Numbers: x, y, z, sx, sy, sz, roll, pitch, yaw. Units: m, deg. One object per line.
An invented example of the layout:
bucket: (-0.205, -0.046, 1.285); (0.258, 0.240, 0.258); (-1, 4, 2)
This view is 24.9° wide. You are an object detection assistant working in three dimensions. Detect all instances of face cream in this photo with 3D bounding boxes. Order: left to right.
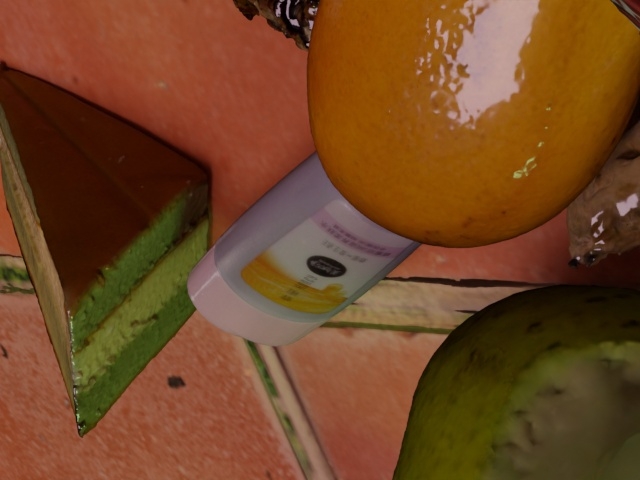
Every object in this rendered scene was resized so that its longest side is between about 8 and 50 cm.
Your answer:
face cream: (0.000, 0.000, 0.772); (0.084, 0.057, 0.198); (22, 147, -17)

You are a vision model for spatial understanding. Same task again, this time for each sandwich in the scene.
sandwich: (-0.170, -0.001, 0.870); (0.187, 0.144, 0.117); (26, 136, 23)

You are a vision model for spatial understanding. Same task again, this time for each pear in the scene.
pear: (0.168, 0.136, 0.647); (0.282, 0.176, 0.286); (43, 180, 28)

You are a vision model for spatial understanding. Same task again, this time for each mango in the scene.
mango: (0.073, -0.091, 0.597); (0.145, 0.112, 0.219); (47, 132, 17)

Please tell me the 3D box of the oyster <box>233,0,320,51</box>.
oyster: (-0.005, -0.119, 0.703); (0.132, 0.029, 0.086); (26, 137, 24)

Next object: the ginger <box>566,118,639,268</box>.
ginger: (0.238, -0.012, 0.534); (0.334, 0.081, 0.148); (12, 131, 44)

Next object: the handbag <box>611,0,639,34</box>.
handbag: (0.166, -0.066, 0.388); (0.151, 0.171, 0.298); (-39, 71, 19)
